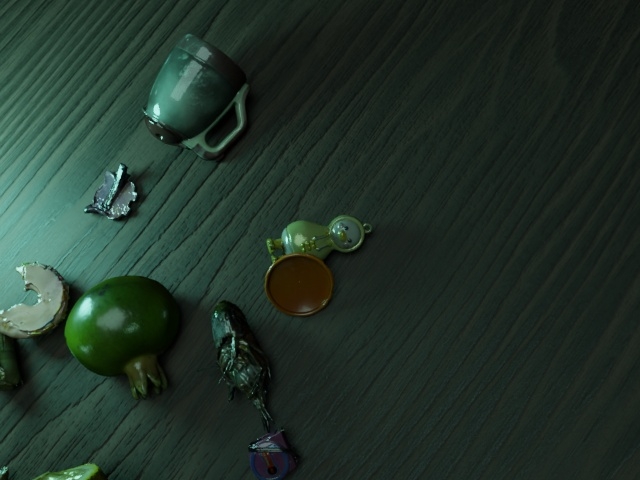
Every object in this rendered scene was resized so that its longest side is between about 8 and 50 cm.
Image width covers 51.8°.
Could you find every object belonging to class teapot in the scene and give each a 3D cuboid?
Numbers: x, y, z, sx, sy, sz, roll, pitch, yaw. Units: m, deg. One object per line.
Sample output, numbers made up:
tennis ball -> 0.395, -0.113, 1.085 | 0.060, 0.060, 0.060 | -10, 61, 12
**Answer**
teapot -> -0.371, -0.412, 2.018 | 0.314, 0.233, 0.312 | 34, 87, -9

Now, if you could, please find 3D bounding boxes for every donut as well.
donut -> -0.839, 0.187, 1.947 | 0.199, 0.085, 0.233 | 22, 70, 7

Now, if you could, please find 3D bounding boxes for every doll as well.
doll -> 0.000, 0.000, 1.838 | 0.296, 0.117, 0.142 | -17, 90, 5

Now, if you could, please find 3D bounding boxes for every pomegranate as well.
pomegranate -> -0.538, 0.260, 1.805 | 0.309, 0.216, 0.359 | -28, 70, -3

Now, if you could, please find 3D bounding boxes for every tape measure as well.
tape measure -> -0.121, 0.555, 1.694 | 0.125, 0.074, 0.118 | -23, 88, 3

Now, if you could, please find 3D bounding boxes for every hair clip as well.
hair clip -> -0.639, -0.149, 2.055 | 0.146, 0.056, 0.187 | 20, 85, 15

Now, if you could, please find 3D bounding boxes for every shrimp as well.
shrimp -> -0.227, 0.343, 1.767 | 0.171, 0.137, 0.373 | -24, 66, 19

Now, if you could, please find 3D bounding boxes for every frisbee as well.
frisbee -> -0.058, 0.119, 1.813 | 0.191, 0.035, 0.192 | 0, 111, 0

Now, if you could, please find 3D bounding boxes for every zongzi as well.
zongzi -> -0.980, 0.367, 1.914 | 0.197, 0.099, 0.195 | -28, 63, -1

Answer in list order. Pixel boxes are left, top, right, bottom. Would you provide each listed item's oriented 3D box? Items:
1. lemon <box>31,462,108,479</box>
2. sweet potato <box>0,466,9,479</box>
lemon -> -0.640, 0.749, 1.601 | 0.363, 0.364, 0.365 | -3, 71, 10
sweet potato -> -0.952, 0.775, 1.751 | 0.157, 0.158, 0.369 | 41, 79, 20
